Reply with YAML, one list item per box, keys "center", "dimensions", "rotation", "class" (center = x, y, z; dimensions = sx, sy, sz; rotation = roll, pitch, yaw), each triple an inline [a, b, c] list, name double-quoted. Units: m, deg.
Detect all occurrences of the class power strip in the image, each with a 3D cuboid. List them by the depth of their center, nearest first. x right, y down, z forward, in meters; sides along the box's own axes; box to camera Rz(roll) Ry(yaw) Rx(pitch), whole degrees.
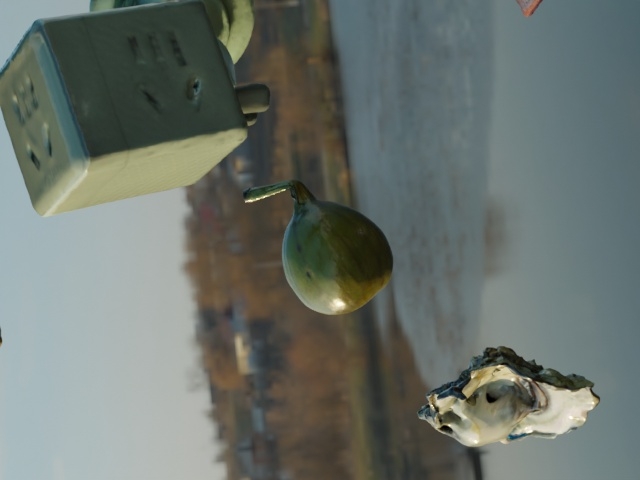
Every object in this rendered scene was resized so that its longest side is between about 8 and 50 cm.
- center: [-0.152, -0.123, 1.295]
  dimensions: [0.139, 0.224, 0.140]
  rotation: [-36, 72, 56]
  class: "power strip"

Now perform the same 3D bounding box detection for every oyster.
- center: [0.245, 0.205, 1.914]
  dimensions: [0.214, 0.223, 0.083]
  rotation: [100, 176, -62]
  class: "oyster"

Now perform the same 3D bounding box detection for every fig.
- center: [0.011, 0.003, 1.884]
  dimensions: [0.148, 0.142, 0.186]
  rotation: [-16, 87, 45]
  class: "fig"

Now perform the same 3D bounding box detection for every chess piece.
- center: [-0.161, -0.216, 1.637]
  dimensions: [0.299, 0.195, 0.194]
  rotation: [-104, 8, -60]
  class: "chess piece"

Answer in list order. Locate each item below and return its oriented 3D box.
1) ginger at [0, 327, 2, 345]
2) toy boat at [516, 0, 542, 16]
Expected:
- center: [-0.375, -0.024, 1.363]
  dimensions: [0.190, 0.126, 0.354]
  rotation: [-61, -39, -80]
  class: "ginger"
- center: [0.163, -0.234, 1.056]
  dimensions: [0.136, 0.079, 0.392]
  rotation: [-64, -5, 8]
  class: "toy boat"
